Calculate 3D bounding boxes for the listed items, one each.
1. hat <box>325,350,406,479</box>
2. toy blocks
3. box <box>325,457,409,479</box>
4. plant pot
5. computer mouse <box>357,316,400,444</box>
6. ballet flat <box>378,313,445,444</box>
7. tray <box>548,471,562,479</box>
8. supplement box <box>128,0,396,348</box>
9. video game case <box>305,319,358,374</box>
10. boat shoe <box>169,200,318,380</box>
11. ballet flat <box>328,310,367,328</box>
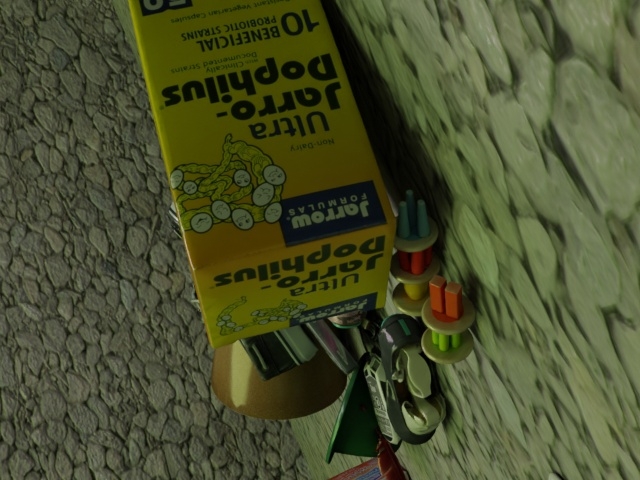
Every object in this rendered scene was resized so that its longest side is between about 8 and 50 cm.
[{"bbox_3d":[0.119,0.293,1.480,0.173,0.184,0.208,-51,-22,-64],"label":"hat"},{"bbox_3d":[0.107,0.033,0.959,0.148,0.054,0.123,80,164,-47],"label":"toy blocks"},{"bbox_3d":[0.118,0.541,1.673,0.154,0.142,0.299,178,70,-78],"label":"box"},{"bbox_3d":[-0.073,0.129,1.646,0.237,0.237,0.254,-128,33,-56],"label":"plant pot"},{"bbox_3d":[0.091,0.194,1.399,0.106,0.042,0.193,175,78,-74],"label":"computer mouse"},{"bbox_3d":[0.115,0.184,1.188,0.074,0.074,0.203,-131,23,-59],"label":"ballet flat"},{"bbox_3d":[0.262,0.359,0.920,0.145,0.030,0.270,-129,20,-60],"label":"tray"},{"bbox_3d":[-0.067,-0.101,1.025,0.195,0.194,0.356,89,165,-62],"label":"supplement box"},{"bbox_3d":[-0.045,0.076,1.438,0.274,0.026,0.196,53,175,0],"label":"video game case"},{"bbox_3d":[-0.132,0.083,1.441,0.335,0.119,0.121,54,175,-23],"label":"boat shoe"},{"bbox_3d":[0.017,0.059,1.414,0.221,0.077,0.079,-135,43,-72],"label":"ballet flat"}]
